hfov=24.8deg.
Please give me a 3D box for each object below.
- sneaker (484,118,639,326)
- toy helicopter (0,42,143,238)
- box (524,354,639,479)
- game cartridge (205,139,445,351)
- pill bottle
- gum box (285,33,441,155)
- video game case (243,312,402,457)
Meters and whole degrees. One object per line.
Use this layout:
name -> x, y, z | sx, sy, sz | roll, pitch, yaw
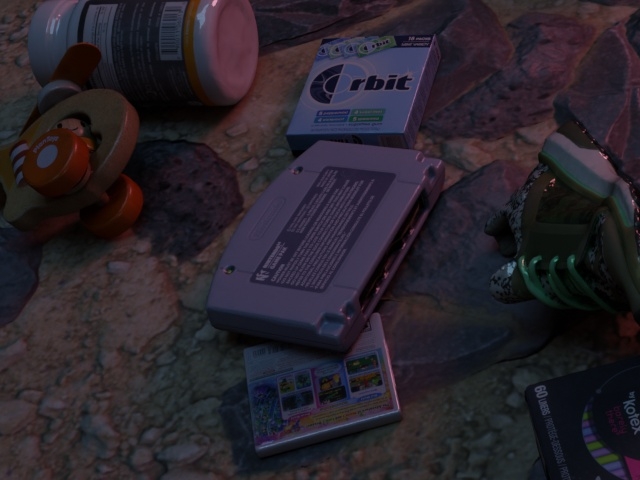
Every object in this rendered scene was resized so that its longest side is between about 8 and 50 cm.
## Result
sneaker -> 0.262, 0.026, 1.457 | 0.182, 0.158, 0.410 | -40, 17, 10
toy helicopter -> -0.380, -0.114, 1.864 | 0.355, 0.140, 0.235 | -12, 57, 30
box -> 0.336, 0.195, 1.288 | 0.270, 0.143, 0.165 | -16, 45, 5
game cartridge -> 0.000, 0.000, 1.656 | 0.196, 0.060, 0.294 | 11, 48, 26
pill bottle -> -0.235, -0.258, 1.931 | 0.278, 0.162, 0.162 | 2, 49, 23
gum box -> 0.056, -0.184, 1.834 | 0.156, 0.041, 0.184 | 1, 47, 22
video game case -> 0.000, 0.152, 1.547 | 0.157, 0.019, 0.143 | -16, 45, 5
